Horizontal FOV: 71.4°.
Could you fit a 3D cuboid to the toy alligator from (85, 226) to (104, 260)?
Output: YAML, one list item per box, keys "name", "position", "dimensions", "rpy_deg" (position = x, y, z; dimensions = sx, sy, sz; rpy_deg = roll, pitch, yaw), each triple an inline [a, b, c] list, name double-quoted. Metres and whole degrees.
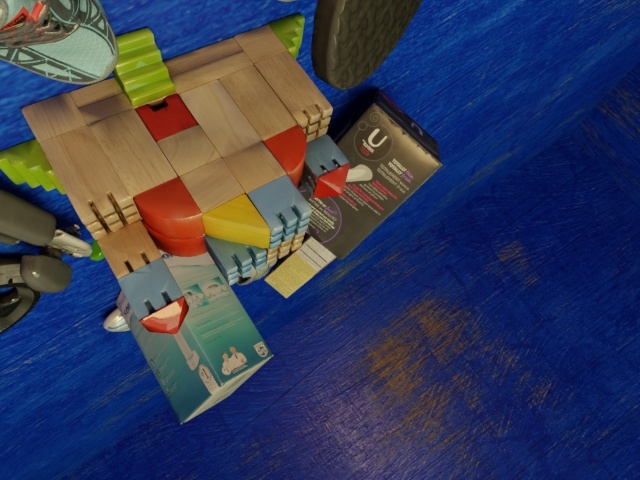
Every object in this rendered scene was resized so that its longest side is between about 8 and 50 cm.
- name: "toy alligator"
  position: [-0.270, -0.061, 0.617]
  dimensions: [0.189, 0.051, 0.056]
  rpy_deg: [-58, 168, -9]

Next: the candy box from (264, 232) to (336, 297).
- name: "candy box"
  position: [0.000, 0.000, 1.155]
  dimensions: [0.316, 0.088, 0.183]
  rpy_deg: [-43, -169, 38]

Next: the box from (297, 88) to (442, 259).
- name: "box"
  position: [0.075, -0.124, 0.856]
  dimensions: [0.270, 0.165, 0.143]
  rpy_deg: [-45, -168, 28]

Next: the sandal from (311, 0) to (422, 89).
- name: "sandal"
  position: [0.065, -0.336, 0.308]
  dimensions: [0.168, 0.107, 0.445]
  rpy_deg: [-31, 146, -52]

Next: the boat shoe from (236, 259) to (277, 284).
- name: "boat shoe"
  position: [-0.176, 0.047, 1.089]
  dimensions: [0.088, 0.096, 0.267]
  rpy_deg: [-34, 174, -22]

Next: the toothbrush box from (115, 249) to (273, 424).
- name: "toothbrush box"
  position: [-0.260, 0.170, 0.877]
  dimensions: [0.126, 0.295, 0.216]
  rpy_deg: [-20, 158, -47]

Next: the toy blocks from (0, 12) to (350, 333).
- name: "toy blocks"
  position: [-0.115, -0.075, 0.499]
  dimensions: [0.382, 0.260, 0.190]
  rpy_deg: [-30, 164, -21]

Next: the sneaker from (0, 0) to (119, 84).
- name: "sneaker"
  position: [-0.221, -0.157, 0.280]
  dimensions: [0.104, 0.125, 0.262]
  rpy_deg: [-36, 165, 5]

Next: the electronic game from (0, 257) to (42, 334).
- name: "electronic game"
  position: [-0.499, 0.101, 0.620]
  dimensions: [0.229, 0.048, 0.229]
  rpy_deg: [-38, 172, -6]

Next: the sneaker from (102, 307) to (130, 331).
- name: "sneaker"
  position: [-0.368, 0.191, 1.031]
  dimensions: [0.091, 0.126, 0.240]
  rpy_deg: [-44, 163, 30]

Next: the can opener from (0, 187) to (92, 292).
- name: "can opener"
  position: [-0.354, -0.003, 0.522]
  dimensions: [0.074, 0.093, 0.280]
  rpy_deg: [-1, 162, 2]
